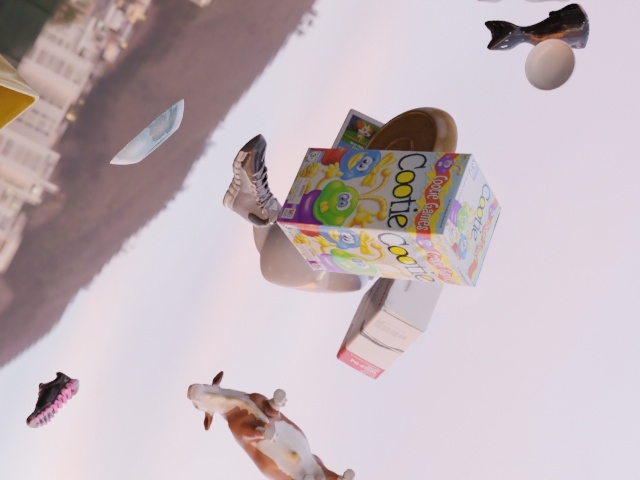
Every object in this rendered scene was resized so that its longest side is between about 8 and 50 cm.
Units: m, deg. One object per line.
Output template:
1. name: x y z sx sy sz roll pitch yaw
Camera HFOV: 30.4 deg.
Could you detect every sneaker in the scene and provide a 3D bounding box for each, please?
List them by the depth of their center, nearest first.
1. sneaker: -0.475 0.275 2.044 0.119 0.057 0.047 -47 165 -35
2. sneaker: -0.110 -0.104 2.323 0.086 0.132 0.229 -41 165 -32

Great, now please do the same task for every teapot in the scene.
1. teapot: 0.000 0.000 2.444 0.252 0.256 0.187 15 -78 45

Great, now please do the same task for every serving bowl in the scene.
1. serving bowl: 0.364 -0.272 1.842 0.083 0.027 0.083 -5 -99 33

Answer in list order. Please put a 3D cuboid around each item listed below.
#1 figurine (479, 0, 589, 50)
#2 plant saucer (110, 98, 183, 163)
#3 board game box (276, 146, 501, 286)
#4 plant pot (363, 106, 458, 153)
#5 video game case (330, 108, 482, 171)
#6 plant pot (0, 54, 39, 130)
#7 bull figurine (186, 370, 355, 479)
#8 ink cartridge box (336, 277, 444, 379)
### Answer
1. figurine: 0.431 -0.485 2.450 0.092 0.209 0.215 89 -6 -59
2. plant saucer: -0.335 -0.205 2.345 0.195 0.037 0.195 -40 -175 4
3. board game box: 0.101 -0.038 1.731 0.275 0.142 0.144 5 -121 32
4. plant pot: 0.143 -0.148 2.117 0.236 0.032 0.236 -30 -139 29
5. video game case: 0.146 -0.090 2.606 0.300 0.329 0.036 -64 166 3
6. plant pot: -0.587 -0.240 1.738 0.212 0.187 0.212 -35 169 10
7. bull figurine: -0.082 0.328 1.950 0.101 0.310 0.188 -50 -166 -23
8. ink cartridge box: 0.141 0.140 2.295 0.172 0.100 0.237 -64 -174 -35
